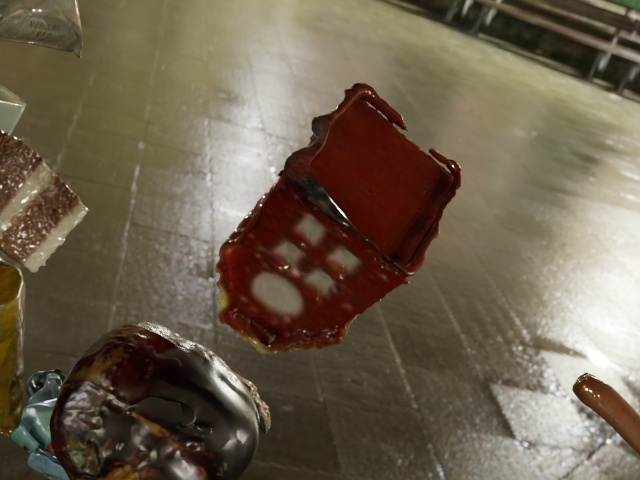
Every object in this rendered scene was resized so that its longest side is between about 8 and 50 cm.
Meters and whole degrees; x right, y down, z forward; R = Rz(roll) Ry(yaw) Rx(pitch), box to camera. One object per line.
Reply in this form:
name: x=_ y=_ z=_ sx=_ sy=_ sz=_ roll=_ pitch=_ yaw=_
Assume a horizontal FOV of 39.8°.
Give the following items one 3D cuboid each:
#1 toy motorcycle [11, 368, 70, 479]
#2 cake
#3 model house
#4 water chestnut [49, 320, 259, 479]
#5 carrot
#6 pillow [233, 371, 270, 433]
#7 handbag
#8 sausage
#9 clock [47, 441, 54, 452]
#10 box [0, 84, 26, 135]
toy motorcycle: x=-0.383 y=0.321 z=1.474 sx=0.260 sy=0.154 sz=0.206 roll=24 pitch=31 yaw=-10
cake: x=-0.405 y=-0.055 z=1.176 sx=0.135 sy=0.134 sz=0.147 roll=24 pitch=-15 yaw=50
model house: x=0.000 y=0.000 z=0.916 sx=0.160 sy=0.254 sz=0.196 roll=37 pitch=43 yaw=-4
water chestnut: x=-0.220 y=0.249 z=1.189 sx=0.289 sy=0.289 sz=0.244 roll=13 pitch=0 yaw=-12
carrot: x=-0.521 y=0.153 z=1.182 sx=0.242 sy=0.340 sz=0.241 roll=9 pitch=19 yaw=-3
pillow: x=-0.150 y=0.268 z=1.544 sx=0.126 sy=0.043 sz=0.232 roll=25 pitch=-22 yaw=17
handbag: x=-0.561 y=-0.456 z=1.696 sx=0.117 sy=0.182 sz=0.270 roll=-5 pitch=1 yaw=30
sausage: x=0.382 y=0.236 z=1.078 sx=0.186 sy=0.043 sz=0.043 roll=47 pitch=28 yaw=6
clock: x=-0.447 y=0.410 z=1.704 sx=0.205 sy=0.205 sz=0.051 roll=17 pitch=38 yaw=-2
box: x=-0.692 y=-0.291 z=1.400 sx=0.373 sy=0.090 sz=0.367 roll=35 pitch=8 yaw=3
